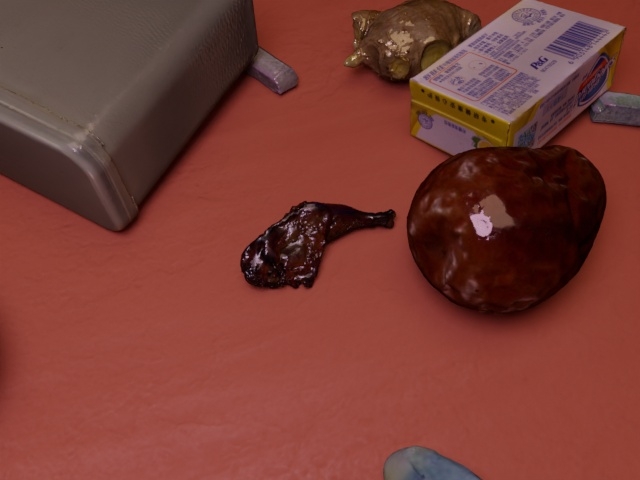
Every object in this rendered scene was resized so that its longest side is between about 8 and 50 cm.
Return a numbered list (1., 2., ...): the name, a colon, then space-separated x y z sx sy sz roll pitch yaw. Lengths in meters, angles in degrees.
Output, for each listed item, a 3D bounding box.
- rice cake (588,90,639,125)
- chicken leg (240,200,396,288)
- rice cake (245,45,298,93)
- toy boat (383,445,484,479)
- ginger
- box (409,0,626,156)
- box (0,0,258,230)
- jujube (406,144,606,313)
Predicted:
1. rice cake: 0.490 -0.177 0.956 0.211 0.034 0.043 10 48 6
2. chicken leg: -0.005 -0.005 0.822 0.205 0.053 0.093 -36 87 -15
3. rice cake: -0.119 -0.282 1.016 0.207 0.036 0.047 35 76 20
4. toy boat: 0.123 0.325 0.549 0.215 0.123 0.330 -13 38 -45
5. ginger: 0.128 -0.298 0.990 0.216 0.102 0.157 -24 53 -16
6. box: 0.266 -0.216 0.921 0.265 0.097 0.168 -39 52 -25
7. box: -0.313 -0.238 0.887 0.352 0.177 0.343 25 62 15
8. jujube: 0.221 -0.025 0.769 0.255 0.190 0.190 -29 61 -29
